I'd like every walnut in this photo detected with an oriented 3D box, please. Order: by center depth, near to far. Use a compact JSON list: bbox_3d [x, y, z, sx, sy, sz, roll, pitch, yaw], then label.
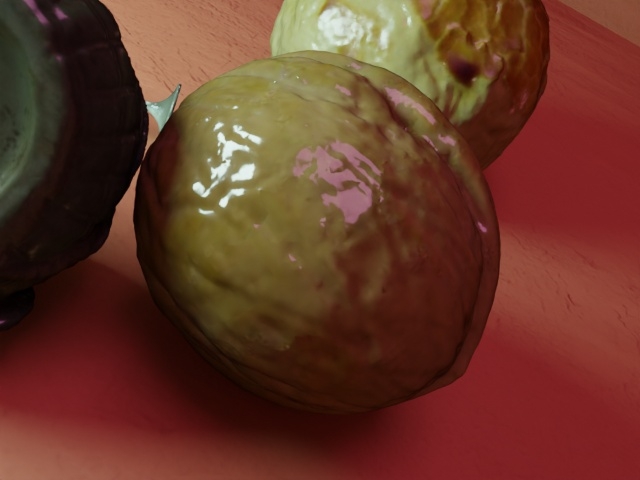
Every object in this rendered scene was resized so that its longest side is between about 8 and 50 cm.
[{"bbox_3d":[0.000,0.000,0.659,0.333,0.332,0.332,17,38,-14],"label":"walnut"}]

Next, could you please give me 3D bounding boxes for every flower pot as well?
[{"bbox_3d":[-0.281,-0.087,0.589,0.302,0.301,0.213,21,9,-10],"label":"flower pot"}]

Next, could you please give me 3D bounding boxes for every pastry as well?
[{"bbox_3d":[0.131,-0.267,1.032,0.389,0.312,0.388,14,41,-13],"label":"pastry"}]

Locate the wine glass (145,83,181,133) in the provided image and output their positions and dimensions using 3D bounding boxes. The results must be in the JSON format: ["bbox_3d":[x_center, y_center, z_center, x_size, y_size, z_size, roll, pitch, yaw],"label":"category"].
[{"bbox_3d":[-0.263,-0.177,0.866,0.196,0.079,0.079,19,38,-15],"label":"wine glass"}]
